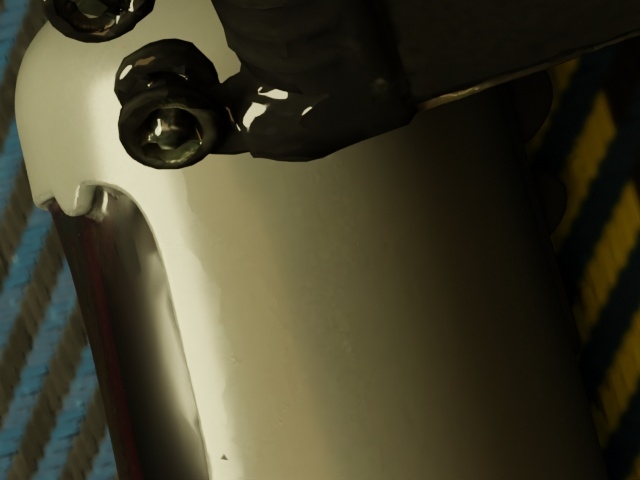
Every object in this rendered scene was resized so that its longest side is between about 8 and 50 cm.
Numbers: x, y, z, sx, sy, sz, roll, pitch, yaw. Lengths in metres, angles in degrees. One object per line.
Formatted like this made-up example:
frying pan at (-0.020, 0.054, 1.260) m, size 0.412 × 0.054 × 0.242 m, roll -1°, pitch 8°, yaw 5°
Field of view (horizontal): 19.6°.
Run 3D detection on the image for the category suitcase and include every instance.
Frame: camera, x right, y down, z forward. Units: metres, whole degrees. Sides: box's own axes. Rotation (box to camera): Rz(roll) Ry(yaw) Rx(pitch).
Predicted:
suitcase at (0.109, -0.212, 0.609) m, size 0.434 × 0.194 × 0.283 m, roll -17°, pitch 46°, yaw 7°

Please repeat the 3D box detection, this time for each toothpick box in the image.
toothpick box at (0.000, 0.000, 0.786) m, size 0.229 × 0.229 × 0.316 m, roll -15°, pitch 88°, yaw 28°
